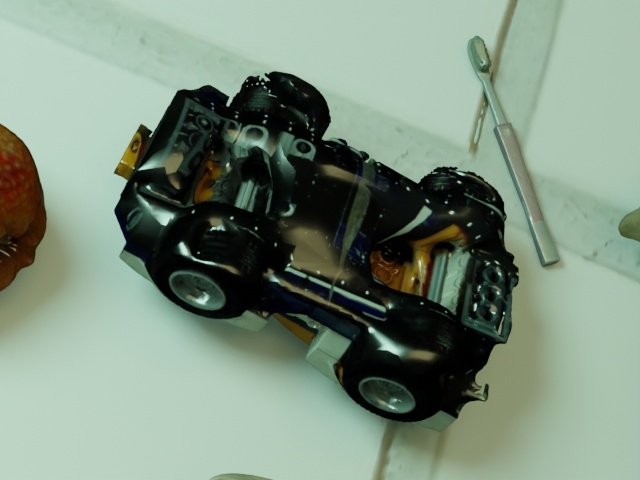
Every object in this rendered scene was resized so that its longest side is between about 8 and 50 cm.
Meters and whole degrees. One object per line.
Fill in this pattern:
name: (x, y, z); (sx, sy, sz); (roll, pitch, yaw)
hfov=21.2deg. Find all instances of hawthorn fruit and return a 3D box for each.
hawthorn fruit: (-0.255, -0.026, 1.142); (0.138, 0.133, 0.133); (38, 63, 16)

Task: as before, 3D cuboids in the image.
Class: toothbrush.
toothbrush: (0.150, -0.072, 1.347); (0.014, 0.017, 0.194); (-14, 78, -16)

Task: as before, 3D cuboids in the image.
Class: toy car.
toy car: (-0.002, 0.000, 1.217); (0.301, 0.118, 0.193); (27, 57, -7)

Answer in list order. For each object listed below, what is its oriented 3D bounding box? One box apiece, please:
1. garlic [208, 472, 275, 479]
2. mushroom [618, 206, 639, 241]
garlic: (-0.012, 0.286, 1.120); (0.228, 0.110, 0.217); (25, 77, 3)
mushroom: (0.392, 0.042, 1.264); (0.314, 0.314, 0.336); (-38, 65, -26)
